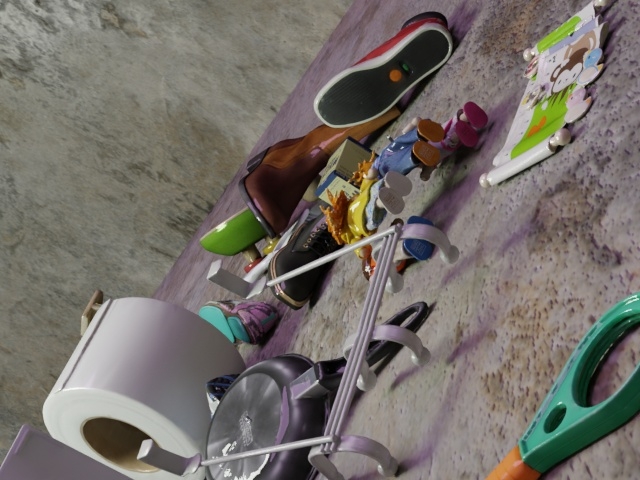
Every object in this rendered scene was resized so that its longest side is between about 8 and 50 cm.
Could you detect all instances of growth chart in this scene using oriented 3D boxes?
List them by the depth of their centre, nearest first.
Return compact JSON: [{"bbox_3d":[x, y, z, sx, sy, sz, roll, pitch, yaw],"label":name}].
[{"bbox_3d":[0.239,-0.156,1.214,0.172,0.021,0.237,-40,21,53],"label":"growth chart"}]

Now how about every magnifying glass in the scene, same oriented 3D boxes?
[{"bbox_3d":[0.153,0.127,0.778,0.231,0.026,0.092,-54,12,19],"label":"magnifying glass"}]

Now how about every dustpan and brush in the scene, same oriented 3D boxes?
[{"bbox_3d":[-0.053,0.014,1.881,0.211,0.060,0.147,-54,11,13],"label":"dustpan and brush"}]

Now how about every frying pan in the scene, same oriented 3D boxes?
[{"bbox_3d":[-0.022,0.191,1.232,0.326,0.053,0.197,-27,48,42],"label":"frying pan"}]

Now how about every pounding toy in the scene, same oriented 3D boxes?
[{"bbox_3d":[-0.087,-0.016,2.084,0.237,0.110,0.183,-31,0,-10],"label":"pounding toy"}]

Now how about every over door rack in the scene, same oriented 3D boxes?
[{"bbox_3d":[-0.014,0.121,1.162,0.324,0.108,0.239,-12,50,45],"label":"over door rack"}]

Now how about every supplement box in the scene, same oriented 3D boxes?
[{"bbox_3d":[0.049,-0.086,1.661,0.056,0.083,0.083,-47,16,46],"label":"supplement box"}]

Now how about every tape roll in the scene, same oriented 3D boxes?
[{"bbox_3d":[-0.244,0.221,1.657,0.246,0.246,0.169,-44,17,48],"label":"tape roll"}]

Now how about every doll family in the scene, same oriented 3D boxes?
[{"bbox_3d":[0.081,-0.070,1.387,0.263,0.118,0.163,-62,12,-25],"label":"doll family"}]

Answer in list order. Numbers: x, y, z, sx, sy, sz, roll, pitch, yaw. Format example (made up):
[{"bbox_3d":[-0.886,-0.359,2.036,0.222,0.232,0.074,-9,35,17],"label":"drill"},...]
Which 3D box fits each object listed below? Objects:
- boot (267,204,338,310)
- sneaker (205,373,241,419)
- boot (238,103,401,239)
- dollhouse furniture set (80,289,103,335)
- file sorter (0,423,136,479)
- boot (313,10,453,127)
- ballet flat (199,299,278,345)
[{"bbox_3d":[0.000,0.000,1.680,0.137,0.077,0.198,-44,17,31],"label":"boot"},{"bbox_3d":[-0.088,0.237,1.425,0.211,0.080,0.081,-124,28,-68],"label":"sneaker"},{"bbox_3d":[0.013,-0.131,1.895,0.280,0.096,0.264,-29,16,14],"label":"boot"},{"bbox_3d":[-0.294,0.194,2.053,0.161,0.212,0.242,-74,-5,-57],"label":"dollhouse furniture set"},{"bbox_3d":[-0.225,0.353,1.137,0.173,0.278,0.193,-56,10,29],"label":"file sorter"},{"bbox_3d":[0.101,-0.276,1.878,0.244,0.088,0.176,-32,17,14],"label":"boot"},{"bbox_3d":[-0.122,0.124,1.866,0.079,0.077,0.221,-26,9,-22],"label":"ballet flat"}]
